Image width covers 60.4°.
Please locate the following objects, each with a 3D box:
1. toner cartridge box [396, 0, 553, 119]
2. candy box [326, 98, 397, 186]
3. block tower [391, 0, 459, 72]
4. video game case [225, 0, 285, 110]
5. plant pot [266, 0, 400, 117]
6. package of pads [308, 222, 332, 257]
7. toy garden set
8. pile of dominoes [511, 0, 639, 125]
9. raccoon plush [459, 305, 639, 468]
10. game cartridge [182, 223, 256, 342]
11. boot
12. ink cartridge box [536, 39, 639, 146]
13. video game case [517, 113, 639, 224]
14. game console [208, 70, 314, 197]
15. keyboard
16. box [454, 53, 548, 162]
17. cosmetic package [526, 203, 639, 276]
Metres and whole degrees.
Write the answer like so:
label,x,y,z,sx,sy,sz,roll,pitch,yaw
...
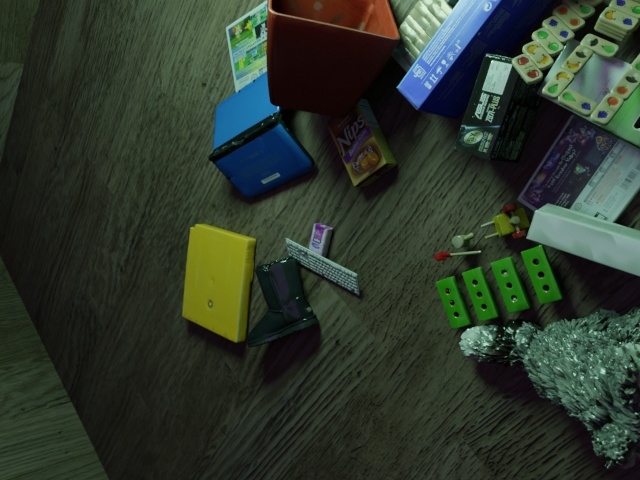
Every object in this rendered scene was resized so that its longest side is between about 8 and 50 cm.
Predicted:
label,x,y,z,sx,sy,sz,roll,pitch,yaw
toner cartridge box,0.312,-0.399,1.054,0.075,0.165,0.347,53,123,24
candy box,0.096,-0.236,1.328,0.109,0.053,0.186,-35,70,38
block tower,0.281,-0.495,1.121,0.335,0.097,0.091,-47,64,31
video game case,-0.126,-0.505,1.509,0.329,0.036,0.299,-12,86,42
plant pot,-0.005,-0.434,1.234,0.235,0.267,0.267,111,162,-45
package of pads,0.000,0.000,1.444,0.050,0.032,0.083,24,109,34
toy garden set,0.351,0.053,1.137,0.244,0.049,0.203,-25,79,40
pile of dominoes,0.456,-0.331,0.914,0.196,0.040,0.251,36,77,21
raccoon plush,0.400,0.253,0.943,0.447,0.299,0.216,-15,84,41
game cartridge,-0.322,0.125,1.727,0.285,0.053,0.323,16,101,39
boot,-0.134,0.170,1.530,0.247,0.094,0.207,-27,80,32
ink cartridge box,0.504,-0.259,0.965,0.209,0.062,0.109,42,119,30
video game case,0.488,-0.109,1.020,0.173,0.022,0.190,42,120,30
game console,-0.161,-0.292,1.531,0.293,0.173,0.250,-19,122,42
keyboard,0.002,0.066,1.437,0.256,0.014,0.072,26,145,36
box,0.347,-0.246,1.047,0.078,0.147,0.180,28,112,36
cosmetic package,0.492,0.004,0.951,0.239,0.099,0.060,23,111,29
